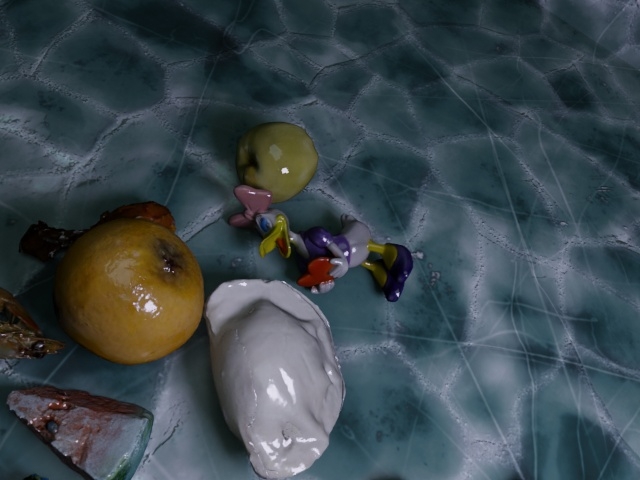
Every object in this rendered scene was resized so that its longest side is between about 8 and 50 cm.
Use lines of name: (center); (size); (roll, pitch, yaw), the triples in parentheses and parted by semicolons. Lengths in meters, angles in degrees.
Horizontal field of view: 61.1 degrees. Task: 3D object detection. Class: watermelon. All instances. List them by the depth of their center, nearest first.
watermelon: (-0.416, 0.316, 0.930); (0.241, 0.094, 0.154); (23, 50, 1)

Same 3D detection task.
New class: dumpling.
dumpling: (-0.071, 0.239, 1.015); (0.260, 0.181, 0.341); (-8, 42, -30)

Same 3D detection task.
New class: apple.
apple: (-0.101, -0.179, 1.234); (0.200, 0.200, 0.200); (7, 60, -12)

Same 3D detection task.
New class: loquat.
loquat: (-0.335, 0.090, 0.976); (0.263, 0.263, 0.263); (7, 60, -12)

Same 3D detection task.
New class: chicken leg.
chicken leg: (-0.450, -0.012, 1.102); (0.304, 0.093, 0.113); (-10, 76, -16)

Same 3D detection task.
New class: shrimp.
shrimp: (-0.594, 0.152, 0.982); (0.267, 0.061, 0.145); (16, 49, -4)

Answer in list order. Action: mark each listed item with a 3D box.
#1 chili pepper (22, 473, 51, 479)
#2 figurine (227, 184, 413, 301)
chili pepper: (-0.488, 0.474, 0.826); (0.098, 0.061, 0.224); (17, 60, 10)
figurine: (0.004, 0.005, 1.177); (0.420, 0.154, 0.193); (12, 54, -11)
